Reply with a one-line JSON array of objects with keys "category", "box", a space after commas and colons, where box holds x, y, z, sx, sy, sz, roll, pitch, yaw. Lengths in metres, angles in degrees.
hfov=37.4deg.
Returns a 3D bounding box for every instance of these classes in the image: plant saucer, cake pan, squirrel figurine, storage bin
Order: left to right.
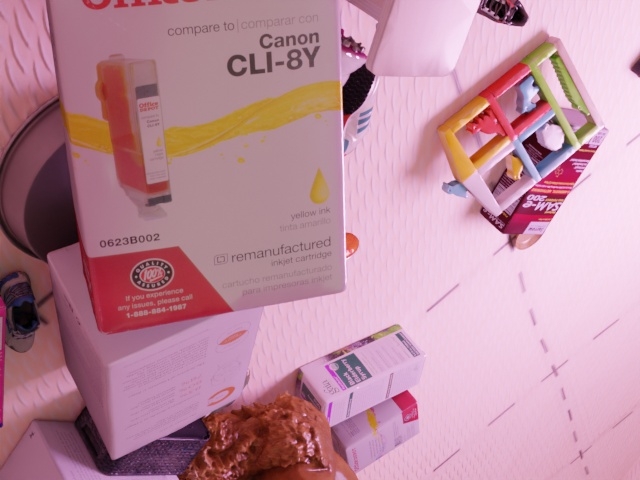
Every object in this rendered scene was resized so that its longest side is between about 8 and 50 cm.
[{"category": "cake pan", "box": [-0.260, -0.070, 1.193, 0.293, 0.054, 0.293, -25, 141, -22]}, {"category": "storage bin", "box": [-0.280, 0.299, 1.500, 0.180, 0.122, 0.084, 15, 117, -49]}, {"category": "squirrel figurine", "box": [-0.141, 0.472, 1.712, 0.371, 0.281, 0.396, -14, 103, 14]}, {"category": "plant saucer", "box": [0.423, -0.018, 1.912, 0.083, 0.015, 0.083, -25, 142, -22]}]

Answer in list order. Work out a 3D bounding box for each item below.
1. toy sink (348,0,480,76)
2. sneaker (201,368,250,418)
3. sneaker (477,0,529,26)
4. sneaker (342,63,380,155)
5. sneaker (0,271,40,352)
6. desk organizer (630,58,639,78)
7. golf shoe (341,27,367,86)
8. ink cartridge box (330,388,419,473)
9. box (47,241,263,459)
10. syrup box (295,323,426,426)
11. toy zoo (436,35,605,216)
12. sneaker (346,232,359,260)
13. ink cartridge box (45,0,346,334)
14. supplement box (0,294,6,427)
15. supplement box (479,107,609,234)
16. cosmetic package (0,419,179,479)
[{"category": "toy sink", "box": [0.114, -0.340, 1.191, 0.153, 0.131, 0.234, -8, 128, -38]}, {"category": "sneaker", "box": [-0.153, 0.215, 1.589, 0.086, 0.064, 0.192, -10, 135, -47]}, {"category": "sneaker", "box": [0.252, -0.346, 1.367, 0.158, 0.065, 0.061, 3, 125, -45]}, {"category": "sneaker", "box": [0.049, -0.188, 1.366, 0.075, 0.057, 0.161, -18, 140, -54]}, {"category": "sneaker", "box": [-0.397, 0.108, 1.248, 0.052, 0.058, 0.135, -19, 139, -28]}, {"category": "desk organizer", "box": [0.639, -0.346, 1.743, 0.130, 0.047, 0.050, -52, 145, 15]}, {"category": "golf shoe", "box": [-0.074, -0.223, 1.159, 0.306, 0.115, 0.140, 8, 125, -46]}, {"category": "ink cartridge box", "box": [0.091, 0.359, 1.903, 0.176, 0.127, 0.128, -30, 143, -17]}, {"category": "box", "box": [-0.219, 0.125, 1.264, 0.215, 0.168, 0.345, -24, 156, -23]}, {"category": "syrup box", "box": [0.077, 0.261, 1.816, 0.237, 0.093, 0.096, -20, 139, -27]}, {"category": "toy zoo", "box": [0.320, -0.173, 1.574, 0.293, 0.030, 0.192, -39, 118, -4]}, {"category": "sneaker", "box": [0.000, 0.000, 1.502, 0.175, 0.064, 0.067, -4, 120, -44]}, {"category": "ink cartridge box", "box": [-0.127, -0.123, 0.992, 0.279, 0.160, 0.384, -9, 116, -14]}, {"category": "supplement box", "box": [-0.461, 0.137, 1.173, 0.114, 0.111, 0.220, -12, 134, -34]}, {"category": "supplement box", "box": [0.410, -0.125, 1.739, 0.130, 0.073, 0.239, 0, 128, -41]}, {"category": "cosmetic package", "box": [-0.343, 0.406, 1.467, 0.225, 0.224, 0.138, 18, 114, -50]}]
